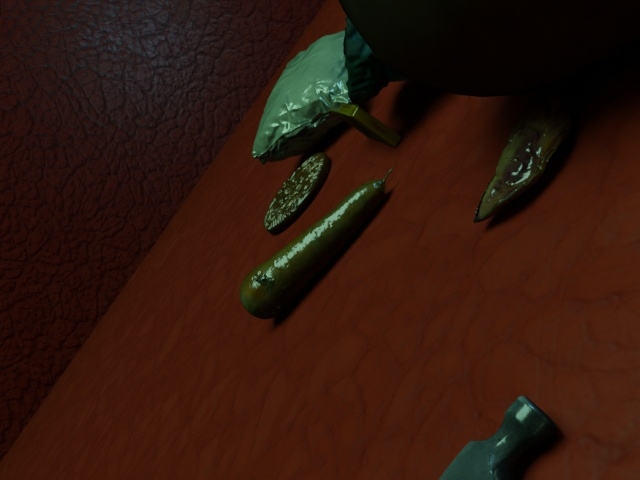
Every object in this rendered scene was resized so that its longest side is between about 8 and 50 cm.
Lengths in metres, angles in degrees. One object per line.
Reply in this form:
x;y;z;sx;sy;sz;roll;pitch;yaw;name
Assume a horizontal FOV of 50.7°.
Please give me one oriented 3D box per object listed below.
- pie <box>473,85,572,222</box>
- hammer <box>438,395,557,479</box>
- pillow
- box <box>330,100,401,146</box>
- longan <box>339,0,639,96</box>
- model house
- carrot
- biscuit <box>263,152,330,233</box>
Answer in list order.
0.208;-0.095;0.669;0.092;0.034;0.170;-29;29;59;pie
0.123;0.200;0.330;0.137;0.037;0.290;-50;18;7;hammer
0.002;-0.318;1.423;0.283;0.138;0.310;-23;35;41;pillow
0.070;-0.190;1.092;0.023;0.087;0.155;-53;18;4;box
0.194;-0.317;0.644;0.404;0.336;0.404;-20;0;0;longan
0.168;-0.332;1.036;0.261;0.241;0.226;-66;-24;-65;model house
0.000;0.000;0.959;0.298;0.078;0.078;-44;20;14;carrot
-0.048;-0.095;1.304;0.188;0.027;0.188;-46;18;20;biscuit
